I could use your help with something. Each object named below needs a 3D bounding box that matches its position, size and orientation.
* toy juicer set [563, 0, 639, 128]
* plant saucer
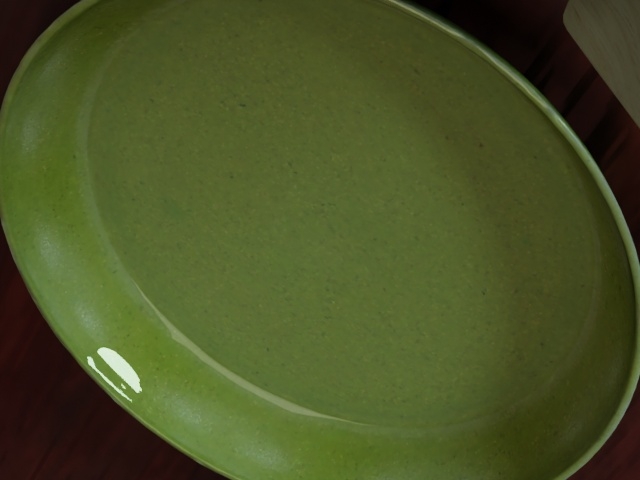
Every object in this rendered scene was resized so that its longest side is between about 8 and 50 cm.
[{"bbox_3d":[0.191,-0.054,0.376,0.089,0.209,0.329,15,141,-31],"label":"toy juicer set"},{"bbox_3d":[0.000,0.000,0.673,0.241,0.037,0.241,13,131,16],"label":"plant saucer"}]
